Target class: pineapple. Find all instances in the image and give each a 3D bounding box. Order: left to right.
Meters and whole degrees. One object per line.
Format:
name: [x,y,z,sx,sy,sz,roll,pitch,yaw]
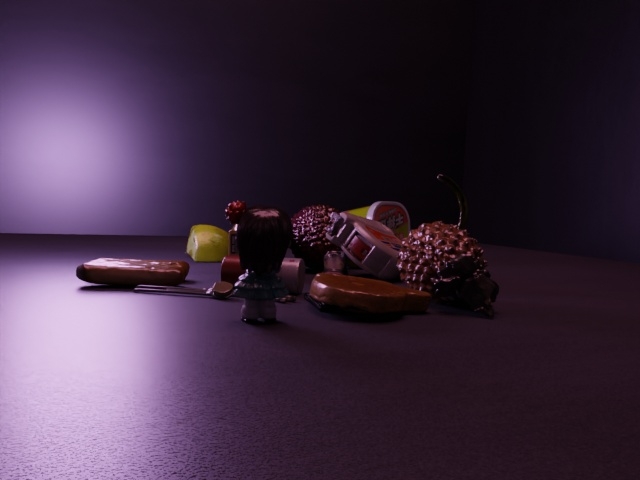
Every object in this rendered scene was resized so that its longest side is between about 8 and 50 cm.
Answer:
pineapple: [0.338,0.081,1.576,0.222,0.223,0.357,2,15,-13]

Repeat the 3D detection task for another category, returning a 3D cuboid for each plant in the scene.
plant: [0.425,-0.007,1.955,0.251,0.333,0.180,18,20,6]

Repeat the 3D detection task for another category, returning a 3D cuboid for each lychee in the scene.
lychee: [0.000,0.000,2.252,0.271,0.271,0.271,2,4,0]

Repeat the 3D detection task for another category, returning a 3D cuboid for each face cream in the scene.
face cream: [-0.155,0.091,1.697,0.214,0.096,0.096,3,4,11]

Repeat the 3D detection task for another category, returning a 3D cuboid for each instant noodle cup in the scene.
instant noodle cup: [0.191,-0.029,2.707,0.294,0.294,0.307,-1,-1,-45]

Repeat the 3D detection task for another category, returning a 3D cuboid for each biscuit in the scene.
biscuit: [-0.520,0.088,1.755,0.290,0.062,0.237,2,3,-10]
biscuit: [0.116,0.133,1.491,0.287,0.057,0.344,8,3,-4]

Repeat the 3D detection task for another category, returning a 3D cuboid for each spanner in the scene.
spanner: [-0.181,0.137,1.583,0.254,0.015,0.054,4,5,23]

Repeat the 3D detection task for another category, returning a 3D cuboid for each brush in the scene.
brush: [-0.348,0.123,1.576,0.266,0.027,0.062,2,25,8]

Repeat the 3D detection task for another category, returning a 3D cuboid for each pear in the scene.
pear: [-0.408,0.016,2.516,0.239,0.139,0.288,10,2,-19]

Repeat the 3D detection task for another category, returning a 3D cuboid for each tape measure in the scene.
tape measure: [0.172,0.023,2.096,0.265,0.130,0.258,47,19,30]

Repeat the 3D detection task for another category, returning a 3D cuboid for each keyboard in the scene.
keyboard: [0.004,0.149,1.528,0.060,0.018,0.195,5,4,-14]

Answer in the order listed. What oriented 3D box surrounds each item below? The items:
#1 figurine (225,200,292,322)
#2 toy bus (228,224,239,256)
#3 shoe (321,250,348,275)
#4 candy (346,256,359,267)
figurine: [-0.129,0.044,1.277,0.137,0.246,0.110,2,5,-15]
toy bus: [-0.214,0.017,2.112,0.201,0.177,0.365,1,-2,-10]
shoe: [0.046,0.076,2.088,0.089,0.092,0.180,2,4,7]
candy: [0.187,0.060,2.390,0.198,0.106,0.094,7,-15,5]
